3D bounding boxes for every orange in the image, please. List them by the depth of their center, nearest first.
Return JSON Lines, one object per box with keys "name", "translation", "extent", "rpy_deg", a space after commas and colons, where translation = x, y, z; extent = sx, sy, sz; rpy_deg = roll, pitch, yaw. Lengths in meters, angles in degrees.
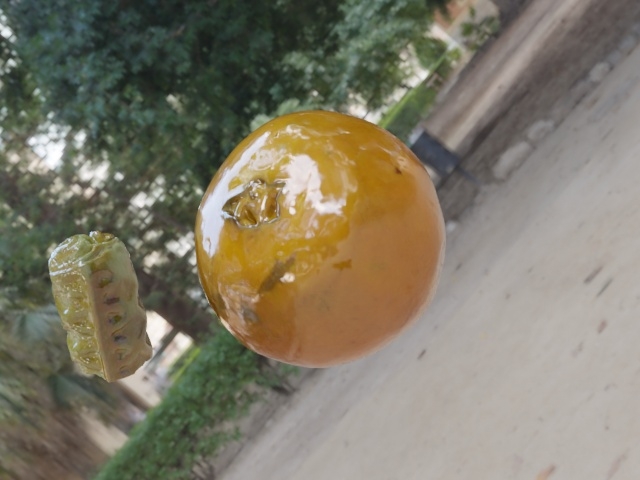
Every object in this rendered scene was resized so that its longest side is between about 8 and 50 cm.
{"name": "orange", "translation": [0.000, 0.000, 1.137], "extent": [0.312, 0.312, 0.312], "rpy_deg": [-51, 0, 0]}

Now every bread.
{"name": "bread", "translation": [-0.332, 0.101, 1.442], "extent": [0.128, 0.232, 0.088], "rpy_deg": [-18, 19, -18]}
